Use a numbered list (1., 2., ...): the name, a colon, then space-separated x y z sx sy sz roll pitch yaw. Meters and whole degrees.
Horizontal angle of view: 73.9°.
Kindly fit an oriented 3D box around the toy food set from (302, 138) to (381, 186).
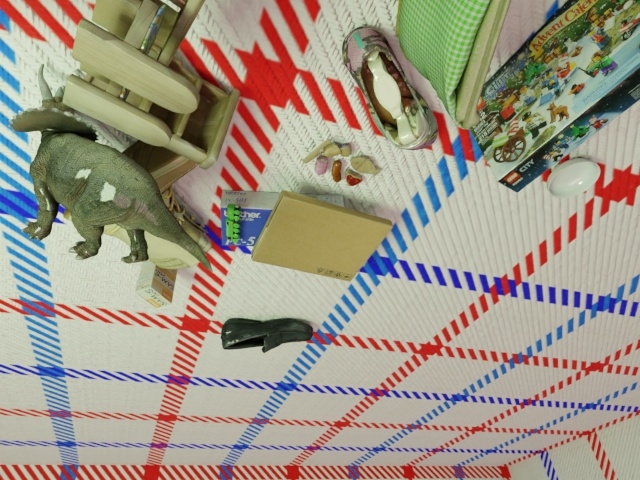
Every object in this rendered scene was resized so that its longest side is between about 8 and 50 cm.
1. toy food set: 0.031 -0.122 0.678 0.078 0.019 0.122 -34 140 30

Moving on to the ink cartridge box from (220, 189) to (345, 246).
1. ink cartridge box: -0.067 -0.034 0.745 0.207 0.046 0.097 2 138 -9

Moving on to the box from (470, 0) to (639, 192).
1. box: 0.292 -0.192 0.516 0.044 0.159 0.233 19 133 -29

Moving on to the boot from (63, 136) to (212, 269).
1. boot: -0.235 -0.049 0.668 0.262 0.095 0.203 -25 136 23

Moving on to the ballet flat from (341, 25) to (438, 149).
1. ballet flat: 0.101 -0.179 0.570 0.077 0.079 0.221 -26 136 21

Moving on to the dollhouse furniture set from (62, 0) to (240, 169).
1. dollhouse furniture set: -0.134 -0.189 0.438 0.161 0.212 0.242 25 157 -29

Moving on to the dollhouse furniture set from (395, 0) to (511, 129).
1. dollhouse furniture set: 0.072 -0.269 0.369 0.152 0.197 0.301 -4 139 -4

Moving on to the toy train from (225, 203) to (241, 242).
1. toy train: -0.144 -0.027 0.697 0.024 0.017 0.083 11 136 -4

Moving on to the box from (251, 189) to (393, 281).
1. box: 0.000 0.000 0.739 0.201 0.021 0.164 14 134 -21

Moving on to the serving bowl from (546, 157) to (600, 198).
1. serving bowl: 0.429 -0.111 0.730 0.084 0.027 0.083 -4 140 -3

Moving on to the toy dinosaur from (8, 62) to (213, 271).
1. toy dinosaur: -0.265 -0.058 0.505 0.314 0.121 0.160 38 127 13

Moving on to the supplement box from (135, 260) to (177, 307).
1. supplement box: -0.303 0.067 0.794 0.036 0.098 0.062 -17 139 13

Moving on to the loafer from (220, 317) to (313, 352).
1. loafer: -0.127 0.235 1.028 0.224 0.078 0.076 3 139 -10
